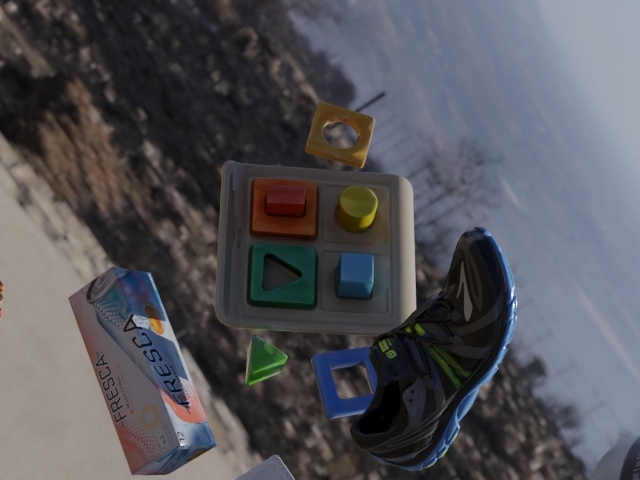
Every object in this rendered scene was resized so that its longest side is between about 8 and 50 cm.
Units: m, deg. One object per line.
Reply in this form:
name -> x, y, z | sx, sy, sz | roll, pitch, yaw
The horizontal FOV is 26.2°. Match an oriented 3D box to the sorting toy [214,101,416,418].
sorting toy -> 0.000, 0.000, 1.319 | 0.047, 0.196, 0.348 | 111, -17, -58

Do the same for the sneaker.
sneaker -> 0.077, 0.078, 0.962 | 0.078, 0.188, 0.067 | 16, 20, -25

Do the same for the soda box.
soda box -> -0.162, 0.118, 1.241 | 0.058, 0.063, 0.183 | 13, 48, -58

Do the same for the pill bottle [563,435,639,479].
pill bottle -> 0.280, 0.202, 0.888 | 0.176, 0.318, 0.176 | 29, 53, -47

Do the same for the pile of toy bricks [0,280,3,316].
pile of toy bricks -> -0.383, 0.110, 1.328 | 0.212, 0.118, 0.105 | -19, 59, -40

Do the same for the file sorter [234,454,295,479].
file sorter -> -0.052, 0.427, 1.540 | 0.278, 0.193, 0.173 | 52, -18, 23
